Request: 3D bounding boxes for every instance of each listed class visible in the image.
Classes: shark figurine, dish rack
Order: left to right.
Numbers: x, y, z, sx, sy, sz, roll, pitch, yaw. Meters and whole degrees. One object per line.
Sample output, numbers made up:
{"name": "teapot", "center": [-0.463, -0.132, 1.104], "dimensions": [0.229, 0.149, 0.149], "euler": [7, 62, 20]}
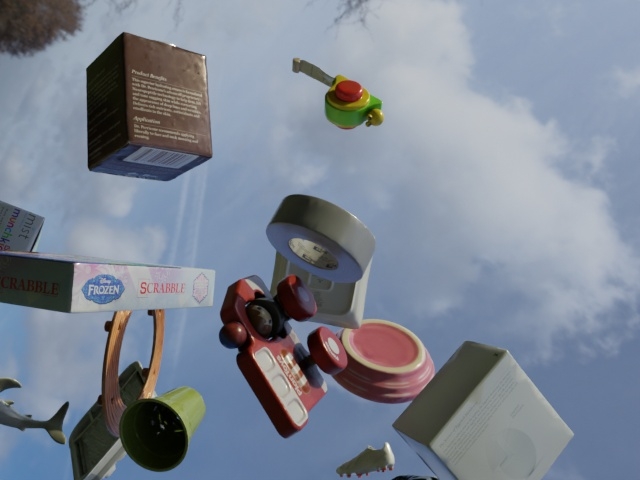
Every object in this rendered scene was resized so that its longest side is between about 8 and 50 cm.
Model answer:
{"name": "shark figurine", "center": [-0.682, 0.367, 1.277], "dimensions": [0.166, 0.278, 0.116], "euler": [-39, -159, 16]}
{"name": "dish rack", "center": [-0.544, 0.488, 1.621], "dimensions": [0.286, 0.072, 0.332], "euler": [-49, -158, -12]}

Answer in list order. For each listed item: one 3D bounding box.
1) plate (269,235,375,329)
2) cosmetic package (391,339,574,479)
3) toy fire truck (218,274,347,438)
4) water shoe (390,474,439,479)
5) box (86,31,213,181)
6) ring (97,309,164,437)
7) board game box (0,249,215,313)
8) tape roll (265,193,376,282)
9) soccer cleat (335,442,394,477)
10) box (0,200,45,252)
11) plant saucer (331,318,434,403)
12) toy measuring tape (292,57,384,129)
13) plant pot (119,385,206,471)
{"name": "plate", "center": [0.001, 0.101, 1.711], "dimensions": [0.045, 0.277, 0.278], "euler": [-96, -165, -87]}
{"name": "cosmetic package", "center": [0.295, 0.345, 1.106], "dimensions": [0.224, 0.225, 0.138], "euler": [-44, -164, -16]}
{"name": "toy fire truck", "center": [-0.093, 0.210, 1.193], "dimensions": [0.169, 0.302, 0.254], "euler": [-33, 175, 16]}
{"name": "water shoe", "center": [0.225, 0.627, 1.538], "dimensions": [0.203, 0.080, 0.073], "euler": [-28, -129, 40]}
{"name": "box", "center": [-0.313, -0.232, 1.099], "dimensions": [0.167, 0.168, 0.203], "euler": [-17, -106, 46]}
{"name": "ring", "center": [-0.386, 0.228, 1.242], "dimensions": [0.336, 0.032, 0.337], "euler": [5, 90, -87]}
{"name": "board game box", "center": [-0.376, 0.055, 0.905], "dimensions": [0.318, 0.318, 0.066], "euler": [5, -93, 21]}
{"name": "tape roll", "center": [0.000, 0.000, 1.230], "dimensions": [0.219, 0.219, 0.072], "euler": [-4, -129, 53]}
{"name": "soccer cleat", "center": [0.126, 0.628, 1.722], "dimensions": [0.196, 0.068, 0.076], "euler": [-26, -124, 32]}
{"name": "box", "center": [-0.700, -0.009, 1.224], "dimensions": [0.262, 0.231, 0.127], "euler": [-22, -131, 62]}
{"name": "plant saucer", "center": [0.178, 0.336, 1.779], "dimensions": [0.332, 0.331, 0.084], "euler": [-122, -143, -54]}
{"name": "toy measuring tape", "center": [0.019, -0.367, 1.524], "dimensions": [0.330, 0.121, 0.121], "euler": [36, -83, 26]}
{"name": "plant pot", "center": [-0.168, 0.203, 0.683], "dimensions": [0.083, 0.083, 0.079], "euler": [-51, 173, 16]}
